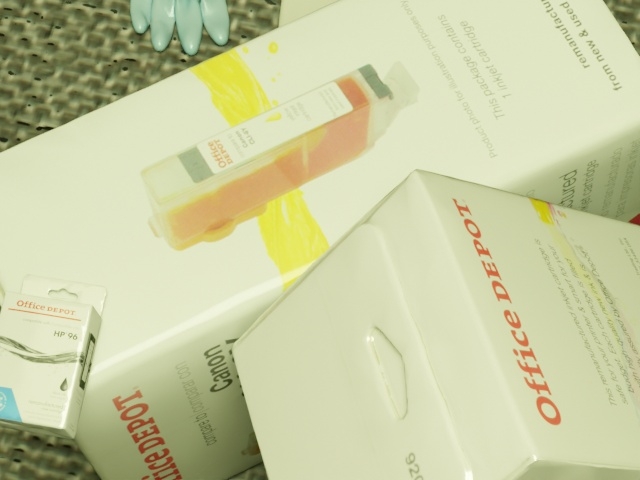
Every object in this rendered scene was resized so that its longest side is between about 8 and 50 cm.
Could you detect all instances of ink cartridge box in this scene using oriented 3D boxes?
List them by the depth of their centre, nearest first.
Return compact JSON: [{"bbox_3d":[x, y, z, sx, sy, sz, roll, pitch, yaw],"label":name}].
[{"bbox_3d":[-0.143,0.056,0.860,0.048,0.028,0.083,8,72,6],"label":"ink cartridge box"},{"bbox_3d":[0.104,0.093,0.883,0.232,0.168,0.171,13,45,-40],"label":"ink cartridge box"},{"bbox_3d":[0.000,0.000,1.042,0.384,0.279,0.160,-25,68,-7],"label":"ink cartridge box"}]

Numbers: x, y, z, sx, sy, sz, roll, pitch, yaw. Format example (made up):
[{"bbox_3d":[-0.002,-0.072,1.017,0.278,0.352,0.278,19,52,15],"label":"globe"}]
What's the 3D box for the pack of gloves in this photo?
[{"bbox_3d":[-0.050,-0.248,1.285,0.195,0.046,0.232,-2,66,3],"label":"pack of gloves"}]
